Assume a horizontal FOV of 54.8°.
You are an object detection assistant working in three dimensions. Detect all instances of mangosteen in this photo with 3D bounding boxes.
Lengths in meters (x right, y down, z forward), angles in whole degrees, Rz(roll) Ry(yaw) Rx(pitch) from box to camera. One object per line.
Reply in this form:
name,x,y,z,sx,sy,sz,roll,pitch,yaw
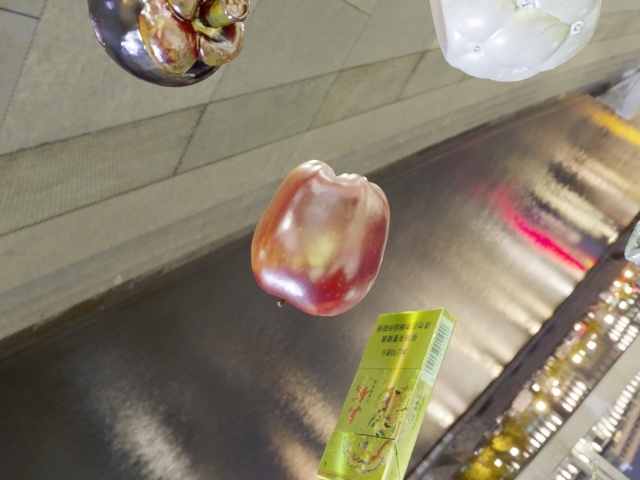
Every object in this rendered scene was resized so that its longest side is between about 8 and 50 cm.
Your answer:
mangosteen,-0.181,-0.300,0.803,0.211,0.250,0.211,-27,128,-40

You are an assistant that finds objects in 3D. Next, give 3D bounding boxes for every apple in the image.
apple,0.000,0.000,1.297,0.316,0.288,0.288,-67,158,0

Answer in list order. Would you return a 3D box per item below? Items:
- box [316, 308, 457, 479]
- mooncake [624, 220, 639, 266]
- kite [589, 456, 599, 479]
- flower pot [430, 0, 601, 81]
box,0.110,0.260,1.026,0.173,0.043,0.311,-16,-137,56
mooncake,0.804,0.032,1.338,0.254,0.250,0.136,-22,130,-55
kite,0.348,0.364,0.828,0.011,0.139,0.156,-148,-107,-80
flower pot,0.252,-0.338,0.835,0.195,0.246,0.246,-12,160,10
